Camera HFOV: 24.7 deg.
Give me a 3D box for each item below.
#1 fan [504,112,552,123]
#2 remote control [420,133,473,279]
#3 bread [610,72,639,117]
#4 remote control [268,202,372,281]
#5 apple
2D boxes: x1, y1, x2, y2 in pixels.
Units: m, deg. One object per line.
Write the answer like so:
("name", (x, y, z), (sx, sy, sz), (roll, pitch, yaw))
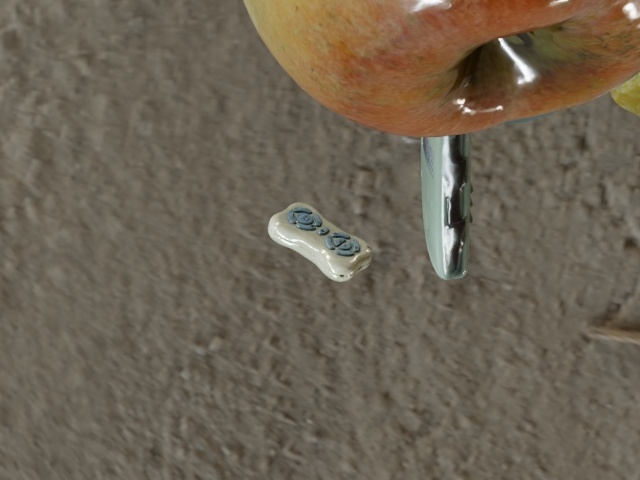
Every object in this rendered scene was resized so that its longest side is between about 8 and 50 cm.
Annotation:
("fan", (0.268, -0.156, 1.497), (0.175, 0.113, 0.005), (-22, 79, 7))
("remote control", (0.161, -0.092, 1.866), (0.056, 0.140, 0.296), (-6, 125, -2))
("bread", (0.379, -0.150, 1.360), (0.196, 0.138, 0.102), (27, 66, -17))
("remote control", (0.000, 0.000, 1.713), (0.074, 0.122, 0.032), (-34, 151, -48))
("apple", (0.100, -0.246, 1.041), (0.339, 0.338, 0.305), (-1, 67, -23))
